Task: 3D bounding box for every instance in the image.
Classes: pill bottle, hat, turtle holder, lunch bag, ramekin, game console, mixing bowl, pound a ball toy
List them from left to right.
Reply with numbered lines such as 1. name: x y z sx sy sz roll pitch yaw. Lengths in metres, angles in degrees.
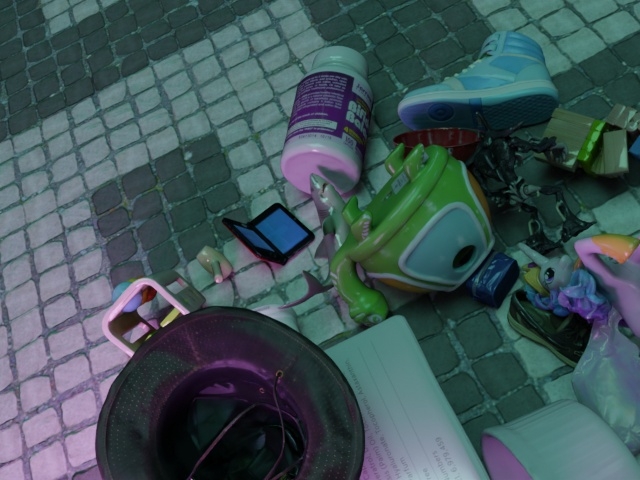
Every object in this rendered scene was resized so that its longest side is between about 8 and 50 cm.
1. pound a ball toy: -0.284 0.092 1.547 0.135 0.319 0.208 41 90 -3
2. hat: -0.102 0.250 1.045 0.331 0.134 0.332 -3 70 8
3. game console: -0.107 -0.024 1.688 0.144 0.124 0.085 42 104 37
4. pill bottle: 0.022 -0.257 1.744 0.169 0.169 0.302 -2 57 20
5. turtle holder: 0.162 -0.003 1.467 0.227 0.243 0.320 39 72 -10
6. mixing bowl: 0.234 -0.155 1.616 0.181 0.098 0.181 -5 18 2
7. lunch bag: 0.301 0.069 1.476 0.065 0.067 0.098 26 70 33
8. ramekin: 0.348 0.354 1.138 0.135 0.277 0.277 -27 51 -9

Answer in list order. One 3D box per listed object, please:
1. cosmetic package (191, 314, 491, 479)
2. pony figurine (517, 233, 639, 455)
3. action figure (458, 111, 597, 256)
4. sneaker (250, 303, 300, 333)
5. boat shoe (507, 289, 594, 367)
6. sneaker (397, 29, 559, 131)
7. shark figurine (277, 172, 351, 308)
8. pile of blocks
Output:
1. cosmetic package: 0.041 0.382 1.191 0.393 0.329 0.327 -27 52 1
2. pony figurine: 0.472 0.100 1.204 0.303 0.363 0.351 -43 89 -21
3. action figure: 0.364 -0.111 1.497 0.164 0.141 0.276 -39 78 37
4. sneaker: -0.173 0.227 1.516 0.305 0.114 0.152 -25 51 3
5. boat shoe: 0.408 0.149 1.374 0.223 0.073 0.080 28 67 33
6. sneaker: 0.317 -0.330 1.714 0.318 0.127 0.208 -3 57 7
7. shark figurine: 0.010 0.027 1.601 0.116 0.166 0.278 -29 41 44
8. pile of blocks: 0.581 -0.172 1.511 0.362 0.112 0.149 -5 68 32
